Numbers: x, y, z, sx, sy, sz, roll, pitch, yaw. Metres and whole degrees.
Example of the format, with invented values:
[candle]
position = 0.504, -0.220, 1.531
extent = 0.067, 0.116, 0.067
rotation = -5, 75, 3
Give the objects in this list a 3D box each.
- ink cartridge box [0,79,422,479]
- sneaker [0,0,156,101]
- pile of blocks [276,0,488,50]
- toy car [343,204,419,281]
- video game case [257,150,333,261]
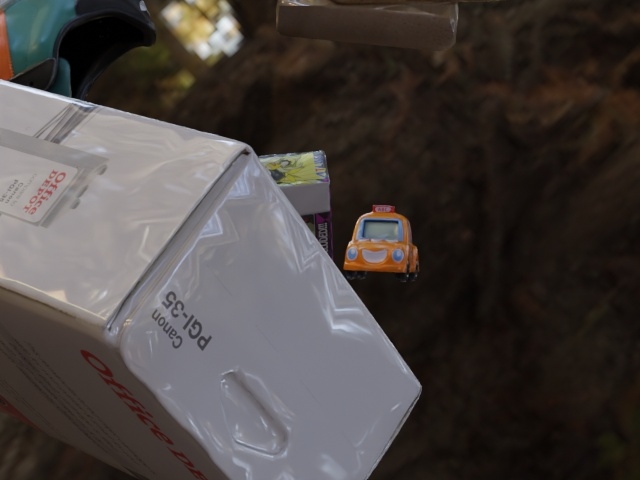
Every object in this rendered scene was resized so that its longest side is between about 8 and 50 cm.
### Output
[ink cartridge box]
position = -0.113, 0.030, 0.895
extent = 0.283, 0.117, 0.207
rotation = 17, -27, 42
[sneaker]
position = -0.263, -0.117, 1.381
extent = 0.121, 0.302, 0.108
rotation = 40, -15, 22
[pile of blocks]
position = -0.014, -0.136, 0.392
extent = 0.362, 0.149, 0.112
rotation = 3, -42, 1
[toy car]
position = 0.000, 0.000, 0.926
extent = 0.122, 0.040, 0.060
rotation = 3, 0, 29
[video game case]
position = -0.094, 0.031, 1.386
extent = 0.232, 0.210, 0.042
rotation = 88, -5, -47
